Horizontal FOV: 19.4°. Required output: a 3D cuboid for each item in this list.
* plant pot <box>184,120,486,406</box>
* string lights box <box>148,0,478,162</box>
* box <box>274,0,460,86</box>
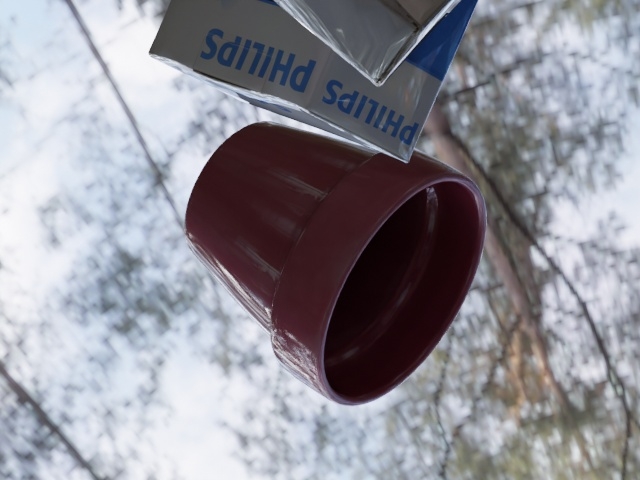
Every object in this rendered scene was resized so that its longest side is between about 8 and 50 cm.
[{"bbox_3d":[0.000,0.000,1.467,0.180,0.201,0.201,32,-106,30],"label":"plant pot"},{"bbox_3d":[0.028,-0.182,0.898,0.133,0.077,0.260,24,-89,47],"label":"string lights box"},{"bbox_3d":[-0.009,-0.158,0.675,0.186,0.038,0.145,40,-132,1],"label":"box"}]
